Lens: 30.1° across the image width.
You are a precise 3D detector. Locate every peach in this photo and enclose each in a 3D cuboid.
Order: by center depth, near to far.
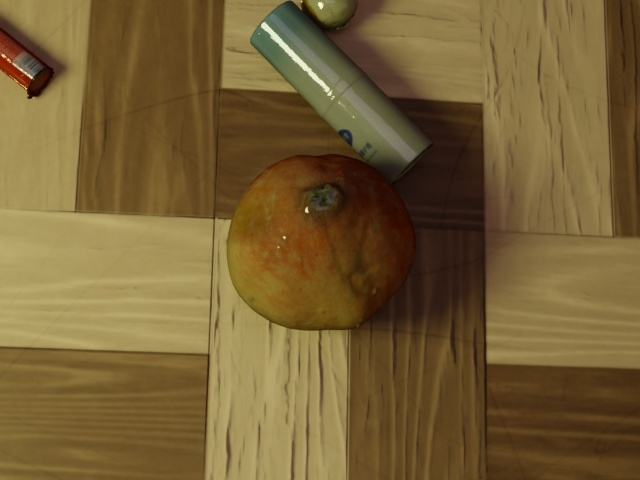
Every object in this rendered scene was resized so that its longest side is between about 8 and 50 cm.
[{"bbox_3d":[0.000,0.000,1.339,0.233,0.232,0.232,1,77,-6],"label":"peach"}]

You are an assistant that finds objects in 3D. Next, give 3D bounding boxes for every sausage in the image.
[{"bbox_3d":[-0.393,-0.234,1.443,0.145,0.050,0.048,38,49,4],"label":"sausage"}]

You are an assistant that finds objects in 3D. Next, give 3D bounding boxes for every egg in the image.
[{"bbox_3d":[0.010,-0.306,1.491,0.071,0.071,0.083,-14,76,-10],"label":"egg"}]

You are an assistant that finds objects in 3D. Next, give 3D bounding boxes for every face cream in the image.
[{"bbox_3d":[0.025,-0.181,1.459,0.077,0.077,0.250,-43,85,-14],"label":"face cream"}]
